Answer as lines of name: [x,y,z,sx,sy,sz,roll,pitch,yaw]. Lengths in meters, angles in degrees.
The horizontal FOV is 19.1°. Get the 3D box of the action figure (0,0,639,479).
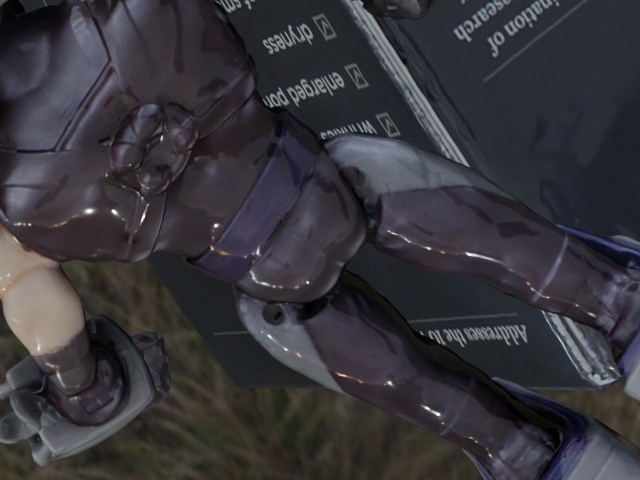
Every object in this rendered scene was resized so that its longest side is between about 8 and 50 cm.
action figure: [0.000,0.000,0.503,0.285,0.099,0.185,31,105,-11]

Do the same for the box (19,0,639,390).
box: [0.013,-0.175,1.151,0.297,0.480,0.472,-37,102,-23]
